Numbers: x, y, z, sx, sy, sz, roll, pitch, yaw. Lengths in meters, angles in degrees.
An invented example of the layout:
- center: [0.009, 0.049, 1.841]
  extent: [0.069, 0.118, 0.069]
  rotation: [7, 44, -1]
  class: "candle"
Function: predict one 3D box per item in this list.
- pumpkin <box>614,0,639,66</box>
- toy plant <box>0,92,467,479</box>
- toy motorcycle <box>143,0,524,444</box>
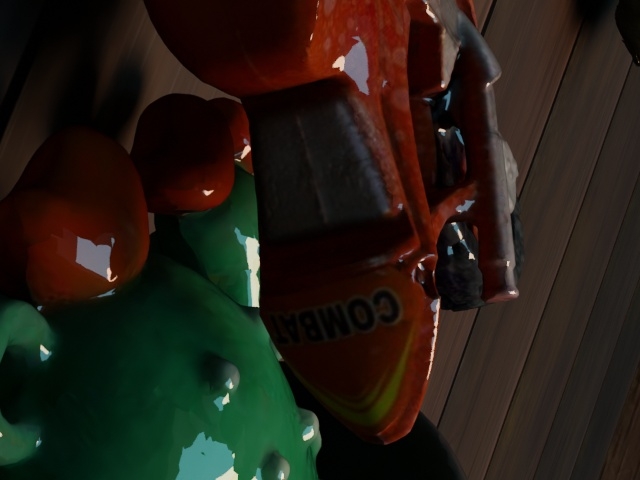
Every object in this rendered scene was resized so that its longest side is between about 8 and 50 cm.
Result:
- center: [0.339, -0.236, 1.416]
  extent: [0.291, 0.257, 0.327]
  rotation: [-74, 162, -45]
  class: "pumpkin"
- center: [-0.042, 0.126, 0.712]
  extent: [0.279, 0.185, 0.400]
  rotation: [-48, 148, -15]
  class: "toy plant"
- center: [-0.009, -0.096, 0.610]
  extent: [0.298, 0.089, 0.171]
  rotation: [69, 22, -16]
  class: "toy motorcycle"
